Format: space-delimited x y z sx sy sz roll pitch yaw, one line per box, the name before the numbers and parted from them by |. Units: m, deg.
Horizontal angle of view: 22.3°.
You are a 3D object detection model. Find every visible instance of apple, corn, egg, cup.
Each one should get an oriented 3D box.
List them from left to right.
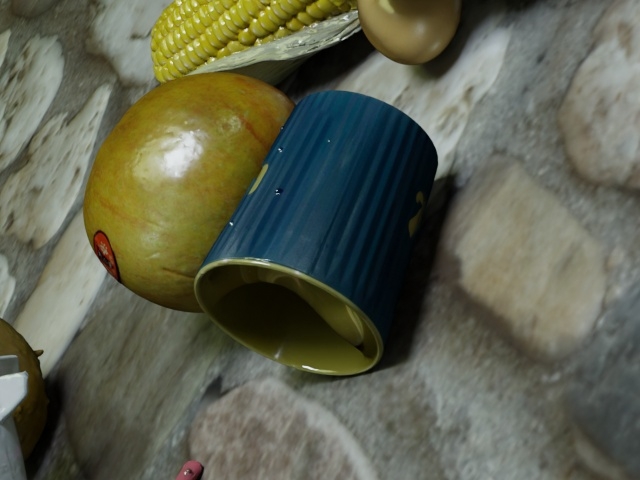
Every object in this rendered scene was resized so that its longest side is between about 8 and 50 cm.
apple | -0.089 -0.037 1.206 0.155 0.182 0.182 23 79 29
corn | -0.021 -0.204 1.361 0.305 0.122 0.123 -27 -4 41
cup | 0.000 0.000 1.101 0.176 0.131 0.155 120 175 -62
egg | 0.065 -0.172 1.203 0.080 0.080 0.096 -36 27 35

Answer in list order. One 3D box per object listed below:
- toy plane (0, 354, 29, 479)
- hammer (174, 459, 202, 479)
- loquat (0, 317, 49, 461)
toy plane | -0.269 0.207 1.268 0.245 0.117 0.244 0 89 25
hammer | -0.108 0.188 1.152 0.083 0.052 0.031 -54 -20 -38
loquat | -0.329 0.143 1.404 0.204 0.172 0.149 -44 5 -35
